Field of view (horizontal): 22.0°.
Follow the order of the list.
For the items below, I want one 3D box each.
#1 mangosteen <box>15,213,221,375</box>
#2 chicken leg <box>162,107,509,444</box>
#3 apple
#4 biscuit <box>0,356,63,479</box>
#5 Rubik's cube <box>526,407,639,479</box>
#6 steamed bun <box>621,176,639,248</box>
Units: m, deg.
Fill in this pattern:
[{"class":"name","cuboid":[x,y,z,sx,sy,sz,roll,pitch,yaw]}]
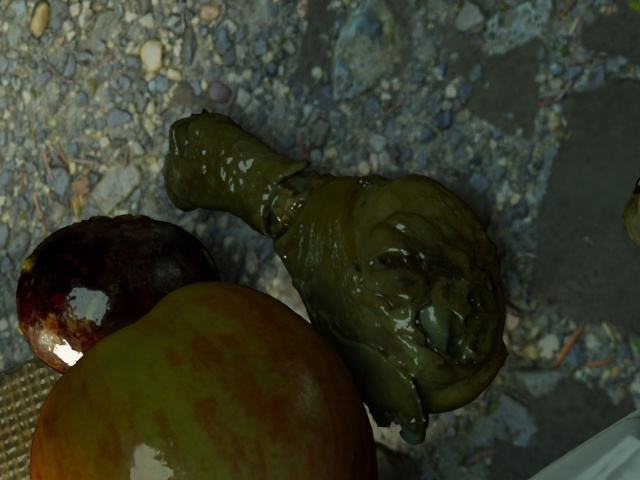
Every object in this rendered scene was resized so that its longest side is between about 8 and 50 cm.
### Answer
[{"class":"mangosteen","cuboid":[-0.184,0.084,1.544,0.192,0.192,0.217,-1,97,28]},{"class":"chicken leg","cuboid":[0.000,0.000,1.477,0.429,0.153,0.201,35,112,32]},{"class":"apple","cuboid":[-0.100,0.176,1.375,0.302,0.301,0.301,-1,88,28]},{"class":"biscuit","cuboid":[-0.384,0.239,1.673,0.426,0.078,0.144,-25,67,19]},{"class":"Rubik's cube","cuboid":[0.261,0.321,1.205,0.347,0.351,0.352,-39,76,21]},{"class":"steamed bun","cuboid":[0.314,-0.015,1.299,0.172,0.155,0.141,41,106,22]}]
